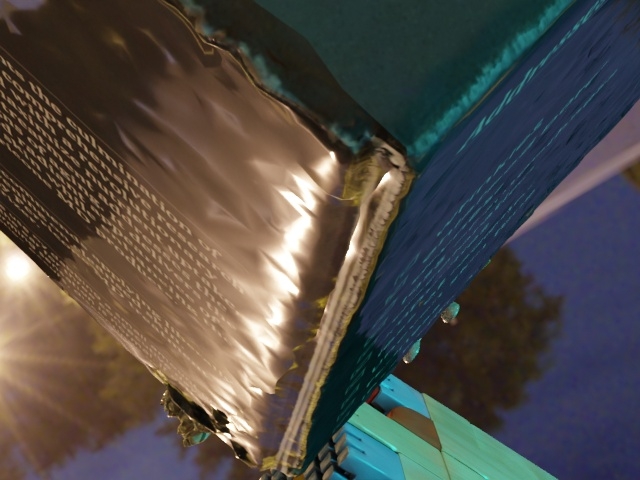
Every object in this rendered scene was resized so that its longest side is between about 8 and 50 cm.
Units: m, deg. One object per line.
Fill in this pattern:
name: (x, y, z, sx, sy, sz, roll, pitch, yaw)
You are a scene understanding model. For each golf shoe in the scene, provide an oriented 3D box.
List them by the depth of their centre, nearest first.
golf shoe: (-0.061, 0.106, 1.257, 0.086, 0.069, 0.176, -24, 174, -34)

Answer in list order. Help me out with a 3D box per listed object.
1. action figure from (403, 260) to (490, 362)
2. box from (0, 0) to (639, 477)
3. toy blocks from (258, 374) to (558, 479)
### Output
action figure: (0.000, 0.000, 1.209, 0.137, 0.232, 0.063, -49, -167, 18)
box: (0.053, -0.197, 0.655, 0.480, 0.297, 0.472, -46, 173, -16)
toy blocks: (0.075, 0.213, 1.105, 0.191, 0.261, 0.381, -52, -164, 14)
